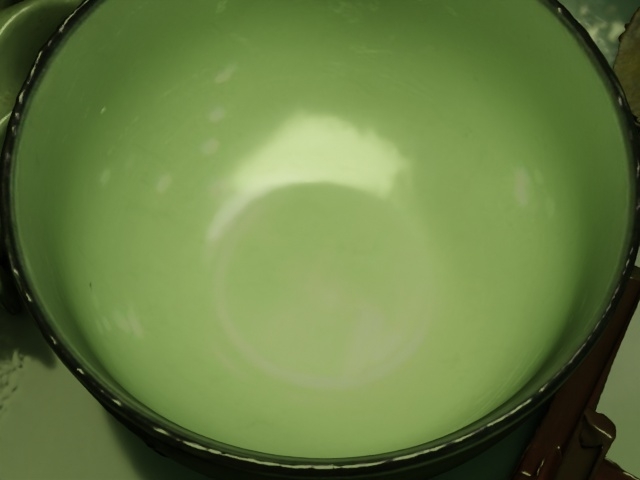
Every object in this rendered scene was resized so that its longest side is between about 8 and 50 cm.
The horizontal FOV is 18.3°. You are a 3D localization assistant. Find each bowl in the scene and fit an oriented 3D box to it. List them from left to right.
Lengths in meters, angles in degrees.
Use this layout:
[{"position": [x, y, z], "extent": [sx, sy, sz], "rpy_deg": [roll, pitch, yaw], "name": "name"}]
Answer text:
[{"position": [0.000, 0.000, 1.163], "extent": [0.354, 0.185, 0.353], "rpy_deg": [0, 64, 0], "name": "bowl"}]

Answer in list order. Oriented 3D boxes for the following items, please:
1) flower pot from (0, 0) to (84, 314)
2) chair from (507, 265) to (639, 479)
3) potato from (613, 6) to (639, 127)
[{"position": [-0.333, -0.088, 1.221], "extent": [0.368, 0.164, 0.254], "rpy_deg": [17, 80, 5], "name": "flower pot"}, {"position": [0.159, 0.212, 1.150], "extent": [0.176, 0.183, 0.326], "rpy_deg": [31, 121, 8], "name": "chair"}, {"position": [0.302, -0.149, 1.278], "extent": [0.261, 0.100, 0.120], "rpy_deg": [-39, 37, 5], "name": "potato"}]
